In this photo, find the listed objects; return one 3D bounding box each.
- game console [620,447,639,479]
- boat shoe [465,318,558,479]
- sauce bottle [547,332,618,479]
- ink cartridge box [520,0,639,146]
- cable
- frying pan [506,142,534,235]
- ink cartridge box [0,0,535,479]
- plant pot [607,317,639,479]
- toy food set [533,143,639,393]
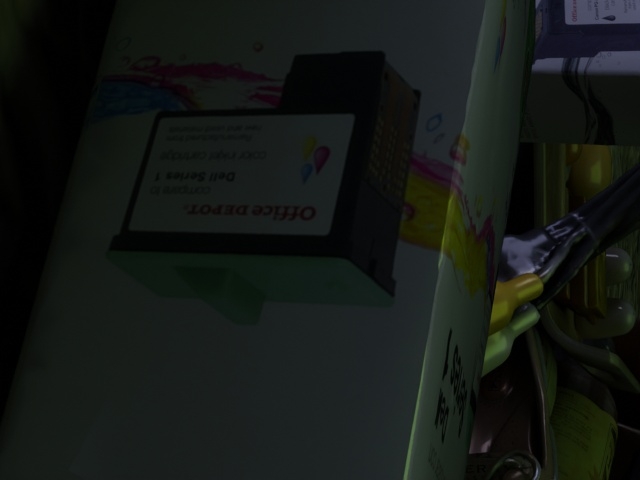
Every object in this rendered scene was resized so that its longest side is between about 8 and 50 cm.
[{"bbox_3d":[0.113,0.315,0.764,0.386,0.060,0.341,85,24,-66],"label":"game console"},{"bbox_3d":[0.110,0.143,0.923,0.285,0.105,0.089,-80,160,-48],"label":"boat shoe"},{"bbox_3d":[0.201,0.177,1.174,0.344,0.111,0.111,-54,145,-56],"label":"sauce bottle"},{"bbox_3d":[0.207,-0.159,0.900,0.100,0.237,0.171,54,44,-59],"label":"ink cartridge box"},{"bbox_3d":[0.150,0.023,0.819,0.072,0.287,0.139,58,-11,26],"label":"cable"},{"bbox_3d":[0.214,-0.049,1.248,0.326,0.053,0.197,48,49,-68],"label":"frying pan"},{"bbox_3d":[0.000,0.000,0.462,0.201,0.117,0.278,68,31,-68],"label":"ink cartridge box"},{"bbox_3d":[0.314,0.233,1.430,0.215,0.215,0.230,-54,158,-58],"label":"plant pot"},{"bbox_3d":[0.231,-0.040,1.068,0.220,0.092,0.306,32,57,-69],"label":"toy food set"}]
